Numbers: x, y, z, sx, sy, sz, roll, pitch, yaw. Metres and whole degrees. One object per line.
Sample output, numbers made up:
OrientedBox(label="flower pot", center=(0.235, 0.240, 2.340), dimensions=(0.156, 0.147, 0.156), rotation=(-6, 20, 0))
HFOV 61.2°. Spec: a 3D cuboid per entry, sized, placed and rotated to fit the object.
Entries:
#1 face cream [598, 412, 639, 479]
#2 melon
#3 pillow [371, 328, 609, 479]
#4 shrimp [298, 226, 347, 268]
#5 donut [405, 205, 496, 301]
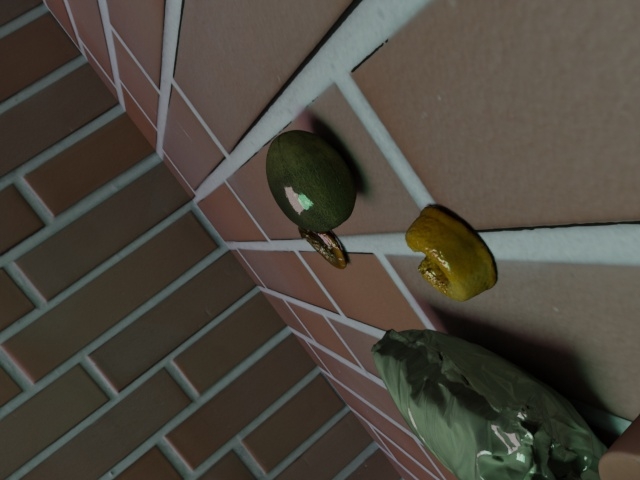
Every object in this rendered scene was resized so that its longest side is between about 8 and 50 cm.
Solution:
OrientedBox(label="face cream", center=(0.263, 0.150, 0.318), dimensions=(0.149, 0.104, 0.149), rotation=(48, 165, 17))
OrientedBox(label="melon", center=(-0.012, -0.071, 0.648), dimensions=(0.130, 0.098, 0.098), rotation=(59, 165, -13))
OrientedBox(label="pillow", center=(0.215, 0.234, 0.618), dimensions=(0.283, 0.138, 0.310), rotation=(46, 169, -15))
OrientedBox(label="shrimp", center=(0.000, 0.000, 0.930), dimensions=(0.127, 0.025, 0.091), rotation=(37, 160, 33))
OrientedBox(label="donut", center=(0.129, 0.020, 0.549), dimensions=(0.097, 0.043, 0.108), rotation=(33, 161, 53))
